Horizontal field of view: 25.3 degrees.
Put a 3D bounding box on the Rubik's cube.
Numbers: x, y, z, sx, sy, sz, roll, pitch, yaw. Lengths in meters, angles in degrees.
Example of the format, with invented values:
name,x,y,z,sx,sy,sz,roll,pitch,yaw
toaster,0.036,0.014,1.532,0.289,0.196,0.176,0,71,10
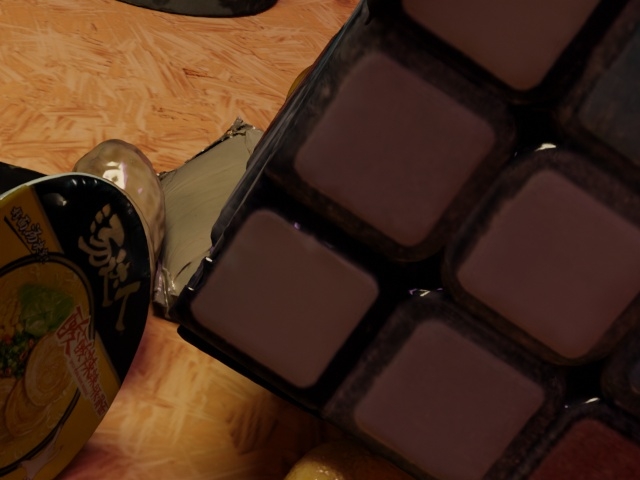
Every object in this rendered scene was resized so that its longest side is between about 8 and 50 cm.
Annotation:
name,x,y,z,sx,sy,sz,roll,pitch,yaw
Rubik's cube,0.163,-0.052,0.920,0.363,0.362,0.359,32,22,-5

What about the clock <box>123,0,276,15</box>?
name,x,y,z,sx,sy,sz,roll,pitch,yaw
clock,-0.193,-0.358,1.680,0.318,0.066,0.319,13,28,-7

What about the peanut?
name,x,y,z,sx,sy,sz,roll,pitch,yaw
peanut,-0.155,0.000,1.010,0.085,0.104,0.228,-2,22,3

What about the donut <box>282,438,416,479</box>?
name,x,y,z,sx,sy,sz,roll,pitch,yaw
donut,0.036,0.178,0.853,0.151,0.058,0.152,15,30,-9

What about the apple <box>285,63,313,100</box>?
name,x,y,z,sx,sy,sz,roll,pitch,yaw
apple,0.022,-0.117,1.331,0.102,0.099,0.114,-4,60,-24

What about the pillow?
name,x,y,z,sx,sy,sz,roll,pitch,yaw
pillow,-0.079,-0.018,1.103,0.119,0.053,0.208,-23,33,4

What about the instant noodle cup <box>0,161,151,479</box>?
name,x,y,z,sx,sy,sz,roll,pitch,yaw
instant noodle cup,-0.251,0.027,0.836,0.236,0.216,0.215,22,27,27
